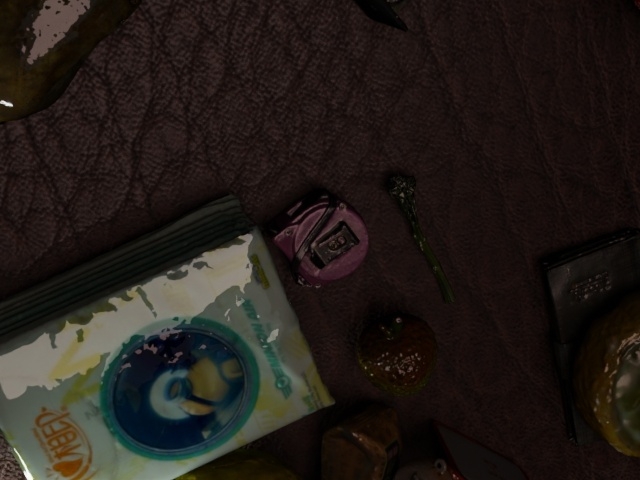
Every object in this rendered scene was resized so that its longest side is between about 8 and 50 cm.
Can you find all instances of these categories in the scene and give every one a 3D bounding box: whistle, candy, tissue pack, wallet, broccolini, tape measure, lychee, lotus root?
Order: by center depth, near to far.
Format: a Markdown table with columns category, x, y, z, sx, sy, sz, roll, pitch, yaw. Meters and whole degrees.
| category | x | y | z | sx | sy | sz | roll | pitch | yaw |
| --- | --- | --- | --- | --- | --- | --- | --- | --- | --- |
| lotus root | -0.311 | -0.258 | 1.168 | 0.152 | 0.160 | 0.275 | 36 | 95 | -32 |
| tissue pack | -0.217 | 0.154 | 1.321 | 0.388 | 0.162 | 0.287 | -25 | 112 | -7 |
| tape measure | 0.000 | 0.000 | 1.377 | 0.125 | 0.074 | 0.118 | -40 | 113 | 2 |
| broccolini | 0.141 | 0.003 | 1.436 | 0.044 | 0.042 | 0.218 | -26 | 113 | -5 |
| lychee | 0.108 | 0.155 | 1.437 | 0.114 | 0.114 | 0.146 | -27 | 135 | -5 |
| whistle | 0.128 | 0.386 | 1.449 | 0.057 | 0.107 | 0.220 | -6 | 130 | -37 |
| candy | 0.052 | 0.366 | 1.488 | 0.143 | 0.101 | 0.271 | -19 | 119 | -58 |
| candy | 0.489 | 0.192 | 1.509 | 0.260 | 0.118 | 0.260 | -5 | 107 | -15 |
| wallet | 0.428 | 0.151 | 1.555 | 0.169 | 0.044 | 0.317 | -19 | 113 | -12 |

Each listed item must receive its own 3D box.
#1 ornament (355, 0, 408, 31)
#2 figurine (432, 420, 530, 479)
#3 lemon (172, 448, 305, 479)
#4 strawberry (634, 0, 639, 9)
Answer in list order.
| category | x | y | z | sx | sy | sz | roll | pitch | yaw |
| --- | --- | --- | --- | --- | --- | --- | --- | --- | --- |
| ornament | 0.127 | -0.359 | 1.300 | 0.203 | 0.088 | 0.081 | -48 | 133 | -9 |
| figurine | 0.187 | 0.421 | 1.531 | 0.183 | 0.160 | 0.226 | 30 | 105 | -20 |
| lemon | -0.110 | 0.420 | 1.375 | 0.268 | 0.268 | 0.322 | -18 | 138 | -9 |
| strawberry | 0.518 | -0.361 | 1.317 | 0.261 | 0.257 | 0.261 | -2 | 105 | -6 |
